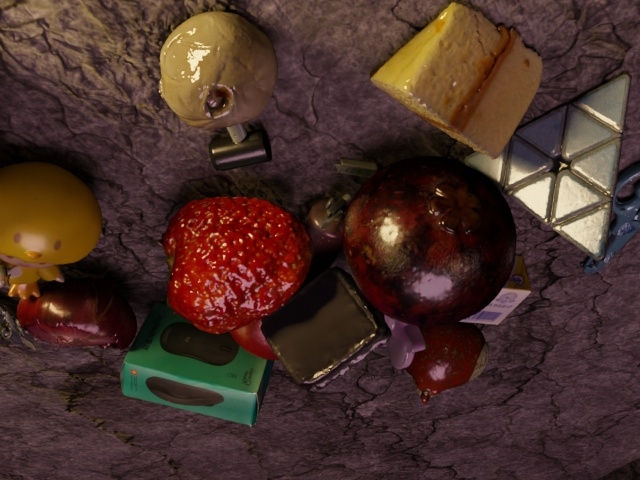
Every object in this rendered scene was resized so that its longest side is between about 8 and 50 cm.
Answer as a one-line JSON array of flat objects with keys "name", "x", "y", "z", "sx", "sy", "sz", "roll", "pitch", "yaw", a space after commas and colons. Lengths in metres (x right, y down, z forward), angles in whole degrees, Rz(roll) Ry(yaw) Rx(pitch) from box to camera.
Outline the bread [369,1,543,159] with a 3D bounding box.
[{"name": "bread", "x": 0.224, "y": -0.262, "z": 1.091, "sx": 0.240, "sy": 0.135, "sz": 0.178, "roll": 24, "pitch": 102, "yaw": -35}]

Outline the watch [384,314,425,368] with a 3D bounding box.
[{"name": "watch", "x": 0.084, "y": 0.167, "z": 1.500, "sx": 0.217, "sy": 0.211, "sz": 0.248, "roll": -2, "pitch": -173, "yaw": -18}]

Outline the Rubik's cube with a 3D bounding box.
[{"name": "Rubik's cube", "x": 0.446, "y": -0.122, "z": 1.223, "sx": 0.233, "sy": 0.229, "sz": 0.228, "roll": -37, "pitch": -168, "yaw": -14}]

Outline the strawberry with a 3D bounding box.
[{"name": "strawberry", "x": -0.143, "y": 0.039, "z": 1.267, "sx": 0.277, "sy": 0.257, "sz": 0.257, "roll": -9, "pitch": 146, "yaw": 24}]

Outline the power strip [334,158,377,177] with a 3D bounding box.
[{"name": "power strip", "x": 0.064, "y": -0.132, "z": 1.264, "sx": 0.083, "sy": 0.017, "sz": 0.027, "roll": 6, "pitch": 142, "yaw": -18}]

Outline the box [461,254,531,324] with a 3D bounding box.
[{"name": "box", "x": 0.318, "y": 0.105, "z": 1.569, "sx": 0.265, "sy": 0.097, "sz": 0.168, "roll": 5, "pitch": 144, "yaw": -15}]

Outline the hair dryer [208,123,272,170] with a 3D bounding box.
[{"name": "hair dryer", "x": -0.150, "y": -0.198, "z": 1.122, "sx": 0.100, "sy": 0.057, "sz": 0.198, "roll": -10, "pitch": 137, "yaw": 7}]

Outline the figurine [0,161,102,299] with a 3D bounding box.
[{"name": "figurine", "x": -0.530, "y": -0.005, "z": 1.232, "sx": 0.215, "sy": 0.187, "sz": 0.343, "roll": 11, "pitch": 149, "yaw": -37}]

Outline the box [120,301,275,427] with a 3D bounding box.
[{"name": "box", "x": -0.268, "y": 0.275, "z": 1.568, "sx": 0.311, "sy": 0.205, "sz": 0.118, "roll": 14, "pitch": 130, "yaw": 2}]

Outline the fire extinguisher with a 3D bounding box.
[{"name": "fire extinguisher", "x": 0.000, "y": 0.000, "z": 1.369, "sx": 0.104, "sy": 0.105, "sz": 0.269, "roll": 8, "pitch": 144, "yaw": -18}]

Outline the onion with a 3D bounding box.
[{"name": "onion", "x": -0.513, "y": 0.159, "z": 1.480, "sx": 0.248, "sy": 0.161, "sz": 0.248, "roll": 1, "pitch": 143, "yaw": 0}]

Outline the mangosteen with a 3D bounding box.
[{"name": "mangosteen", "x": 0.187, "y": 0.014, "z": 1.254, "sx": 0.306, "sy": 0.306, "sz": 0.359, "roll": 0, "pitch": 156, "yaw": -8}]

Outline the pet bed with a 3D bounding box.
[{"name": "pet bed", "x": 0.016, "y": 0.170, "z": 1.356, "sx": 0.211, "sy": 0.183, "sz": 0.159, "roll": -39, "pitch": 167, "yaw": 7}]

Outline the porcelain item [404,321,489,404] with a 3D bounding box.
[{"name": "porcelain item", "x": 0.281, "y": 0.291, "z": 1.692, "sx": 0.253, "sy": 0.253, "sz": 0.253, "roll": -4, "pitch": 145, "yaw": -3}]

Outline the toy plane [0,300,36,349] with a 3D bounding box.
[{"name": "toy plane", "x": -0.719, "y": 0.154, "z": 1.512, "sx": 0.192, "sy": 0.088, "sz": 0.262, "roll": 12, "pitch": 148, "yaw": 25}]

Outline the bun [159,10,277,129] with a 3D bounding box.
[{"name": "bun", "x": -0.147, "y": -0.231, "z": 0.992, "sx": 0.166, "sy": 0.113, "sz": 0.173, "roll": 20, "pitch": 125, "yaw": -24}]

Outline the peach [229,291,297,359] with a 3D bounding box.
[{"name": "peach", "x": -0.107, "y": 0.160, "z": 1.501, "sx": 0.192, "sy": 0.190, "sz": 0.190, "roll": 43, "pitch": 133, "yaw": -2}]

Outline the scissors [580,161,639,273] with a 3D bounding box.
[{"name": "scissors", "x": 0.648, "y": -0.037, "z": 1.466, "sx": 0.180, "sy": 0.032, "sz": 0.393, "roll": 1, "pitch": 145, "yaw": -8}]
